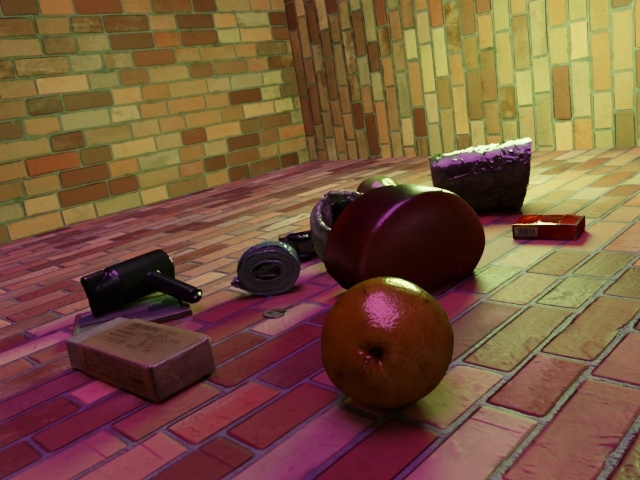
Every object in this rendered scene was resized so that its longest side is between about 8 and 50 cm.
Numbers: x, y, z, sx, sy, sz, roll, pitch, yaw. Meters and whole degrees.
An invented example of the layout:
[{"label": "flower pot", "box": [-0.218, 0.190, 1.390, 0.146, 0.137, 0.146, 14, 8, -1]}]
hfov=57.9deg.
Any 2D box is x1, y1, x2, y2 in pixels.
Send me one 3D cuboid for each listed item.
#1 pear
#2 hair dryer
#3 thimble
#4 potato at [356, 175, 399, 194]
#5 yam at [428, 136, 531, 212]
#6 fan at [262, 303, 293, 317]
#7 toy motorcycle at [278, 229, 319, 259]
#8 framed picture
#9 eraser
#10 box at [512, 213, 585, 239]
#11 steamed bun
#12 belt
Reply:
[{"label": "pear", "box": [0.102, 0.161, 0.897, 0.209, 0.208, 0.209, -9, 14, 2]}, {"label": "hair dryer", "box": [-0.457, 0.129, 1.532, 0.303, 0.116, 0.244, 11, 26, 38]}, {"label": "thimble", "box": [0.074, -0.037, 1.650, 0.219, 0.150, 0.218, -4, 44, 4]}, {"label": "potato", "box": [0.220, -0.170, 2.225, 0.178, 0.160, 0.235, 26, -11, -16]}, {"label": "yam", "box": [0.552, -0.218, 2.001, 0.349, 0.240, 0.241, -6, 14, 18]}, {"label": "fan", "box": [-0.106, 0.169, 1.386, 0.060, 0.003, 0.080, -3, 16, 21]}, {"label": "toy motorcycle", "box": [0.000, 0.000, 1.817, 0.263, 0.090, 0.157, -9, 11, -1]}, {"label": "framed picture", "box": [-0.491, 0.193, 1.508, 0.289, 0.016, 0.213, -13, 14, -17]}, {"label": "eraser", "box": [-0.373, 0.229, 1.171, 0.344, 0.078, 0.144, 3, 18, 42]}, {"label": "box", "box": [0.647, -0.039, 1.639, 0.175, 0.048, 0.112, 1, 17, 35]}, {"label": "steamed bun", "box": [0.202, -0.011, 1.406, 0.380, 0.248, 0.235, -15, 16, -26]}, {"label": "belt", "box": [-0.136, 0.071, 1.523, 0.163, 0.147, 0.082, 19, 10, -5]}]
